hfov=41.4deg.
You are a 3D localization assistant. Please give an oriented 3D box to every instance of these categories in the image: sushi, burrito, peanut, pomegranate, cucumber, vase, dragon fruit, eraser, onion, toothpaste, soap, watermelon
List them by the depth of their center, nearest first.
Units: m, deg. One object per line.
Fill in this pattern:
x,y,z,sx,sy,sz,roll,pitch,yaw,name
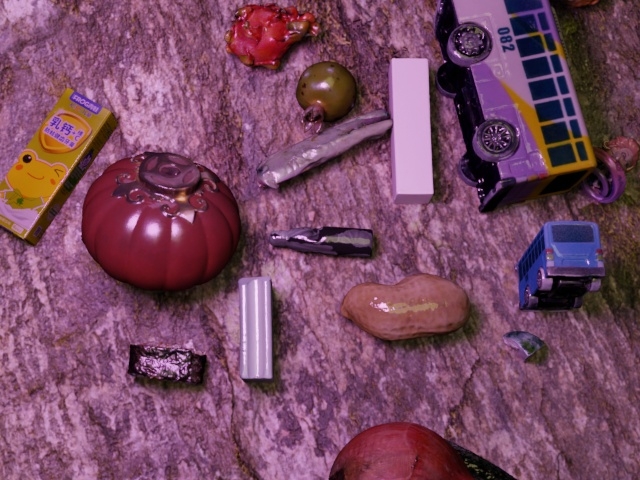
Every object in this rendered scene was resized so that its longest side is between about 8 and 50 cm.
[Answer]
0.144,0.502,1.478,0.354,0.353,0.353,0,77,-1,onion
0.316,0.453,1.628,0.215,0.052,0.058,28,98,5,cucumber
-0.298,0.237,1.652,0.150,0.090,0.078,7,80,-1,sushi
-0.124,0.175,1.652,0.067,0.119,0.198,-1,77,-3,soap
0.166,0.132,1.668,0.253,0.122,0.137,-7,38,-1,peanut
0.403,0.214,1.695,0.085,0.085,0.061,2,106,0,watermelon
0.000,0.000,1.724,0.212,0.060,0.059,3,77,0,vase
-0.555,-0.151,1.744,0.110,0.077,0.327,30,78,7,toothpaste
0.006,-0.191,1.748,0.309,0.096,0.066,-27,106,-8,burrito
0.014,-0.293,1.754,0.129,0.129,0.159,-4,61,-2,pomegranate
0.188,-0.229,1.772,0.078,0.076,0.298,-1,77,-2,eraser
-0.100,-0.439,1.788,0.208,0.133,0.150,-8,73,1,dragon fruit

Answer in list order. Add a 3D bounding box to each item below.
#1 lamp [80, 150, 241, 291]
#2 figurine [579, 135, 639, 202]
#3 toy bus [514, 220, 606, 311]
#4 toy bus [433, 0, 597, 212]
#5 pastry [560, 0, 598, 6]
-0.303,-0.035,1.624,0.303,0.257,0.303,11,38,-8,lamp
0.591,-0.158,1.755,0.126,0.114,0.157,56,48,-23,figurine
0.456,0.055,1.634,0.116,0.234,0.133,0,69,-1,toy bus
0.386,-0.307,1.724,0.249,0.209,0.439,-12,77,-3,toy bus
0.522,-0.623,1.824,0.311,0.162,0.255,6,67,-4,pastry
